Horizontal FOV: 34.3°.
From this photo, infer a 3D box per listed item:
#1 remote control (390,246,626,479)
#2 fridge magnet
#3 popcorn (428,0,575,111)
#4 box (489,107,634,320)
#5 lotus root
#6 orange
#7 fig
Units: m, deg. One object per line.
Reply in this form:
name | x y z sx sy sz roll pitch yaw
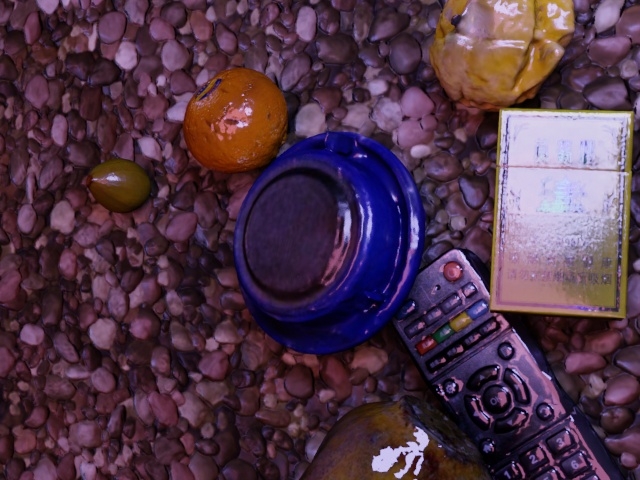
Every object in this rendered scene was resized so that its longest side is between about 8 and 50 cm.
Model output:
remote control | 0.222 0.194 1.139 0.144 0.062 0.399 -37 73 20
fridge magnet | 0.000 0.000 1.208 0.265 0.112 0.265 -10 74 36
popcorn | 0.195 -0.221 1.115 0.167 0.152 0.148 -40 74 34
box | 0.255 -0.028 1.099 0.141 0.064 0.220 2 84 12
lotus root | 0.044 0.330 1.121 0.250 0.250 0.346 40 110 20
orange | -0.101 -0.142 1.262 0.135 0.135 0.117 -26 113 22
fig | -0.269 -0.074 1.357 0.074 0.088 0.074 -10 75 40
